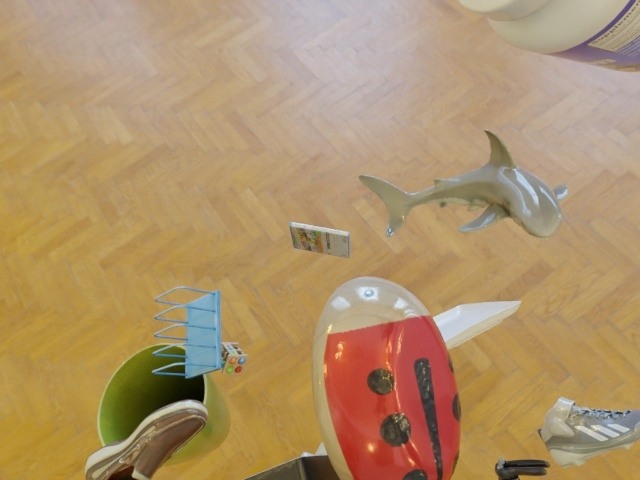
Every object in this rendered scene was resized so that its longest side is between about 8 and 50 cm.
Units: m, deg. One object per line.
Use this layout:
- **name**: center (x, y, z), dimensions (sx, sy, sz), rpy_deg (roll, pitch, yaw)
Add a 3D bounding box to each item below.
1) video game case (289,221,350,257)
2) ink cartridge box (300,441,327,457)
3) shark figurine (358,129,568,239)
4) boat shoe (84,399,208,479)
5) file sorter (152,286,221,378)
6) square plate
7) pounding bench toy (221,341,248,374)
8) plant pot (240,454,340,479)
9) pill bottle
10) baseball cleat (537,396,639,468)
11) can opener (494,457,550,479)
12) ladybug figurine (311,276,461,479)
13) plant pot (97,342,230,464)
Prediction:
- **video game case**: center (0.000, 0.000, 1.370), dimensions (0.166, 0.119, 0.015), rpy_deg (10, 59, 10)
- **ink cartridge box**: center (0.061, 0.709, 1.524), dimensions (0.239, 0.275, 0.060), rpy_deg (-60, 25, 0)
- **shark figurine**: center (0.196, -0.081, 0.637), dimensions (0.166, 0.116, 0.278), rpy_deg (-34, 26, -30)
- **boat shoe**: center (-0.306, 0.387, 0.879), dimensions (0.257, 0.095, 0.095), rpy_deg (-35, 39, 9)
- **file sorter**: center (-0.290, 0.197, 1.054), dimensions (0.118, 0.104, 0.171), rpy_deg (-25, 60, 37)
- **square plate**: center (0.437, 0.291, 1.642), dimensions (0.347, 0.344, 0.049), rpy_deg (-22, 88, -20)
- **pounding bench toy**: center (-0.220, 0.275, 1.139), dimensions (0.065, 0.083, 0.052), rpy_deg (34, 107, 49)
- **plant pot**: center (-0.047, 0.507, 0.897), dimensions (0.187, 0.188, 0.167), rpy_deg (-29, 60, 17)
- **pill bottle**: center (0.254, -0.252, 0.468), dimensions (0.271, 0.152, 0.152), rpy_deg (-5, 59, -32)
- **baseball cleat**: center (0.448, 0.294, 0.800), dimensions (0.206, 0.072, 0.110), rpy_deg (-43, 61, 30)
- **can opener**: center (0.563, 0.639, 1.380), dimensions (0.073, 0.186, 0.059), rpy_deg (42, 47, -2)
- **ladybug figurine**: center (0.141, 0.282, 0.910), dimensions (0.304, 0.161, 0.450), rpy_deg (-6, 80, -36)
- **plant pot**: center (-0.347, 0.439, 1.234), dimensions (0.274, 0.294, 0.275), rpy_deg (-8, 57, 12)
